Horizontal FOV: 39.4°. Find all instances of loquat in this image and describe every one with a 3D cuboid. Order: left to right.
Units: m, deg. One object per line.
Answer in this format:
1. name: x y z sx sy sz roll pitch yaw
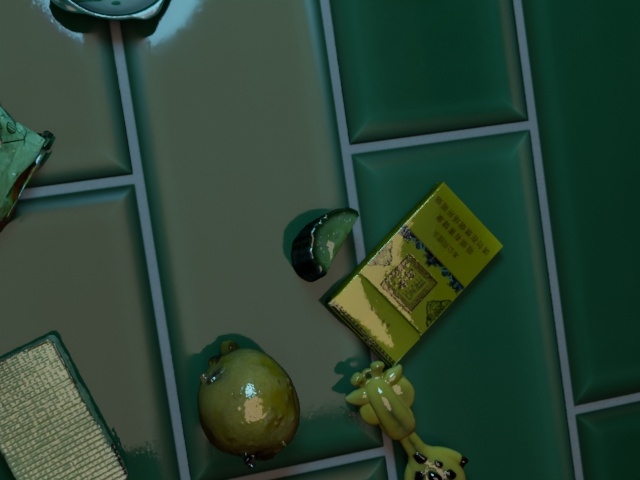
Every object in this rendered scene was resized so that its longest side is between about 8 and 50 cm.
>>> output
1. loquat: -0.113 0.240 1.343 0.149 0.172 0.204 -21 65 -11

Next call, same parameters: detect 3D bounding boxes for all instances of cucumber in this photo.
1. cucumber: 0.000 0.000 1.393 0.062 0.115 0.116 31 76 -11

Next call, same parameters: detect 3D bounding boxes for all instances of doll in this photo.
1. doll: 0.144 0.320 1.442 0.117 0.086 0.291 -35 101 -3

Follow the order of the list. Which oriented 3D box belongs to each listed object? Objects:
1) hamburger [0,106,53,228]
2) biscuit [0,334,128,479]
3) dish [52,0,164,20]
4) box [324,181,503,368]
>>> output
1. hamburger: -0.537 -0.120 1.246 0.276 0.150 0.260 42 81 -10
2. biscuit: -0.406 0.280 1.335 0.150 0.052 0.252 -28 96 -7
3. dish: -0.318 -0.431 1.322 0.224 0.078 0.246 -34 99 -10
4. box: 0.154 0.054 1.463 0.153 0.041 0.279 45 82 -11
